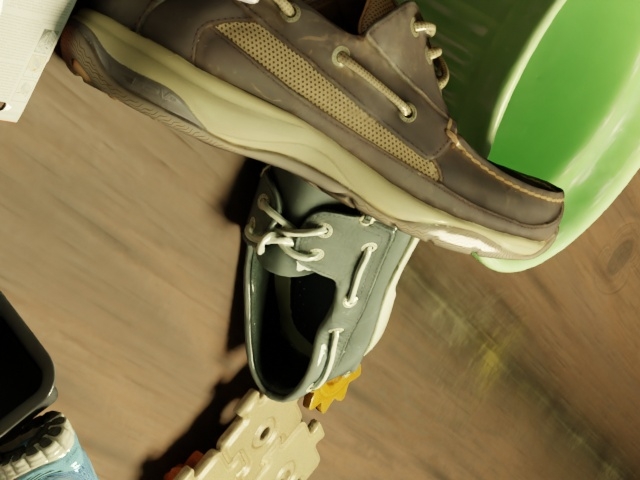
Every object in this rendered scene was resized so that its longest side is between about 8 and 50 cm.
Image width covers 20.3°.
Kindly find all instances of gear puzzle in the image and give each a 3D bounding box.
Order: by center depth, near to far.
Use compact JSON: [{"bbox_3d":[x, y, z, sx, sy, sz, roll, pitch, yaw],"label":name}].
[{"bbox_3d":[-0.073,0.184,1.432,0.339,0.044,0.175,-50,151,-19],"label":"gear puzzle"}]

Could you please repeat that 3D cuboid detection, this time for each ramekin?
[{"bbox_3d":[0.150,-0.142,1.315,0.303,0.148,0.303,-39,148,-30],"label":"ramekin"}]

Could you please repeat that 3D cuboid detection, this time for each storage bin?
[{"bbox_3d":[-0.220,0.092,1.036,0.135,0.098,0.091,-38,169,-6],"label":"storage bin"}]

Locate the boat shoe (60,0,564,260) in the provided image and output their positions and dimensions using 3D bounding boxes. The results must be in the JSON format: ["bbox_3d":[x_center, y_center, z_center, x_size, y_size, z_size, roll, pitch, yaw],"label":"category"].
[{"bbox_3d":[0.022,-0.089,1.068,0.355,0.132,0.130,22,95,-34],"label":"boat shoe"}]

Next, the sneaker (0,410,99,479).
[{"bbox_3d":[-0.191,0.160,1.104,0.162,0.073,0.063,-21,-159,49],"label":"sneaker"}]

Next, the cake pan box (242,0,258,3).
[{"bbox_3d":[-0.095,-0.256,0.805,0.266,0.070,0.246,14,108,-39],"label":"cake pan box"}]

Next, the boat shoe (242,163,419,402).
[{"bbox_3d":[0.000,0.000,1.265,0.099,0.116,0.319,-42,155,-33],"label":"boat shoe"}]

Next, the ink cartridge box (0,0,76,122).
[{"bbox_3d":[-0.166,-0.122,0.957,0.063,0.029,0.115,4,117,-60],"label":"ink cartridge box"}]
